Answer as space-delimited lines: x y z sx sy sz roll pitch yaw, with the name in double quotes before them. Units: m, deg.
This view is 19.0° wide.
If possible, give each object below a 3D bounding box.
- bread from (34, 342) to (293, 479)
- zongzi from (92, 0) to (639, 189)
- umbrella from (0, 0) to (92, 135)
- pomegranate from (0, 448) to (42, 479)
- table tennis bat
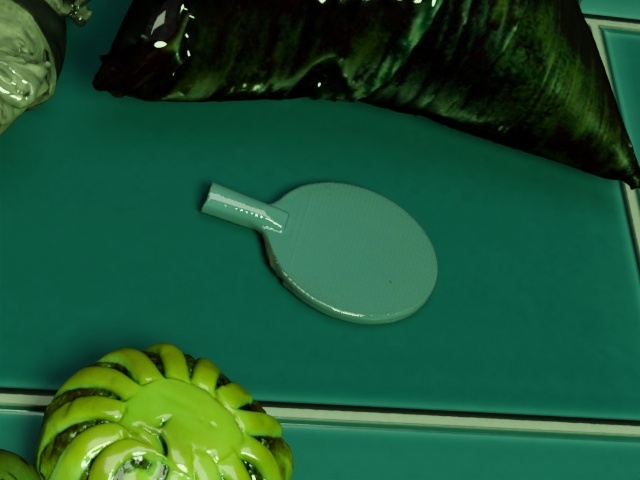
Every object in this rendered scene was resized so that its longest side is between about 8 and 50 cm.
"bread" -0.084 0.117 1.047 0.139 0.071 0.130 33 49 6
"zongzi" 0.080 -0.200 1.247 0.362 0.319 0.383 23 69 -14
"umbrella" -0.182 -0.187 1.225 0.113 0.106 0.357 30 45 -8
"pomegranate" -0.168 0.146 1.000 0.085 0.073 0.073 16 52 -20
"table tennis bat" 0.000 0.000 1.188 0.155 0.019 0.100 20 53 -6
